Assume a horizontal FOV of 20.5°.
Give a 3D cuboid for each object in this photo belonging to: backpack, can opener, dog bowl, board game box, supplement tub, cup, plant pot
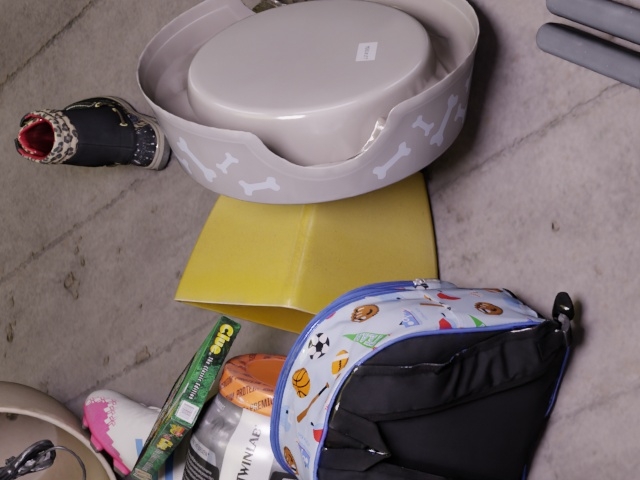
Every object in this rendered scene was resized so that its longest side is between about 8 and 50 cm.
[{"bbox_3d":[0.083,0.156,1.730,0.213,0.263,0.276,29,113,48],"label":"backpack"},{"bbox_3d":[0.289,-0.172,1.614,0.283,0.095,0.076,30,112,48],"label":"can opener"},{"bbox_3d":[-0.007,-0.158,1.813,0.349,0.349,0.102,35,144,46],"label":"dog bowl"},{"bbox_3d":[-0.157,0.186,2.022,0.136,0.030,0.260,-62,4,-26],"label":"board game box"},{"bbox_3d":[-0.063,0.298,1.967,0.193,0.193,0.316,28,111,48],"label":"supplement tub"},{"bbox_3d":[-0.434,0.319,2.381,0.237,0.331,0.331,-111,35,-66],"label":"cup"},{"bbox_3d":[0.000,0.000,1.903,0.212,0.212,0.187,0,76,51],"label":"plant pot"}]

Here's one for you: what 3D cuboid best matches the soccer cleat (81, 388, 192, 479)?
[{"bbox_3d":[-0.179,0.260,2.202,0.143,0.116,0.331,-53,44,7],"label":"soccer cleat"}]

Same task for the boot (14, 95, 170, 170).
[{"bbox_3d":[-0.326,-0.146,2.321,0.236,0.178,0.085,21,105,49],"label":"boot"}]

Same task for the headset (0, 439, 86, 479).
[{"bbox_3d":[-0.278,0.432,2.191,0.394,0.185,0.243,61,155,9],"label":"headset"}]

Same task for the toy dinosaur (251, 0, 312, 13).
[{"bbox_3d":[-0.051,-0.163,2.019,0.160,0.121,0.313,-6,99,19],"label":"toy dinosaur"}]
